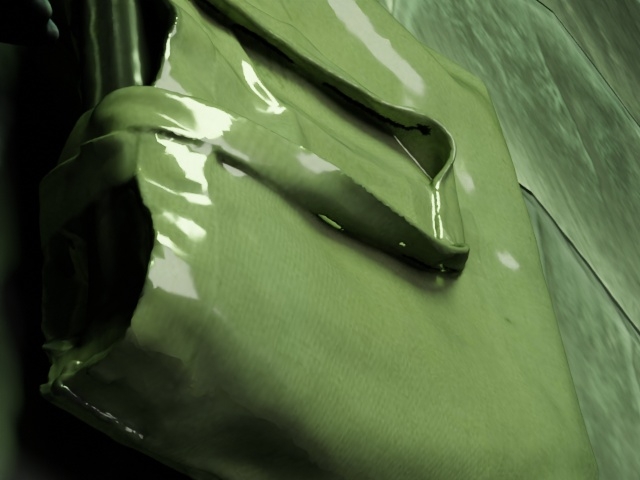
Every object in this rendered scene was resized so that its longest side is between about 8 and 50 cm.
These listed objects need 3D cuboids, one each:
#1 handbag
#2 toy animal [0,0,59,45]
[{"bbox_3d":[-0.003,-0.004,0.633,0.253,0.109,0.316,34,34,-35],"label":"handbag"},{"bbox_3d":[-0.168,-0.130,0.467,0.218,0.116,0.179,19,44,-44],"label":"toy animal"}]
